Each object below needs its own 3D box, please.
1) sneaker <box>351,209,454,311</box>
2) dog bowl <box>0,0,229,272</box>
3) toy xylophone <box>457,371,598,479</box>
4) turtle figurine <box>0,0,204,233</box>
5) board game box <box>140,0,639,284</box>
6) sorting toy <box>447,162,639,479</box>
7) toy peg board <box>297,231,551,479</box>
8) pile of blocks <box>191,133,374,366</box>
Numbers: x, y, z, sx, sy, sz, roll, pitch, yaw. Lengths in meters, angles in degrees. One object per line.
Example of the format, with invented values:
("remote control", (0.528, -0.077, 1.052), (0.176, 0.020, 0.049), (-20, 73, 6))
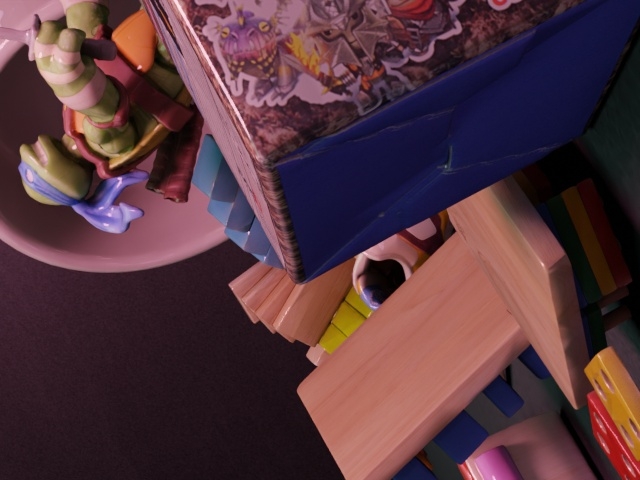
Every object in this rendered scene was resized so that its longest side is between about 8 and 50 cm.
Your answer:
("sneaker", (0.059, 0.028, 1.151), (0.070, 0.084, 0.185), (24, 154, 28))
("dog bowl", (-0.154, -0.117, 1.338), (0.102, 0.349, 0.348), (63, 178, 44))
("toy xylophone", (0.159, 0.197, 1.244), (0.236, 0.081, 0.322), (61, 176, 28))
("turtle figurine", (-0.145, -0.168, 1.082), (0.274, 0.266, 0.198), (49, -177, 5))
("board game box", (-0.020, -0.156, 0.595), (0.291, 0.141, 0.232), (61, 176, 9))
("sorting toy", (0.104, -0.002, 0.762), (0.274, 0.046, 0.132), (60, 176, 36))
("toy peg board", (0.083, 0.090, 1.018), (0.079, 0.161, 0.160), (44, -178, -21))
("pile of blocks", (0.000, 0.000, 1.241), (0.362, 0.149, 0.112), (55, 171, -30))
